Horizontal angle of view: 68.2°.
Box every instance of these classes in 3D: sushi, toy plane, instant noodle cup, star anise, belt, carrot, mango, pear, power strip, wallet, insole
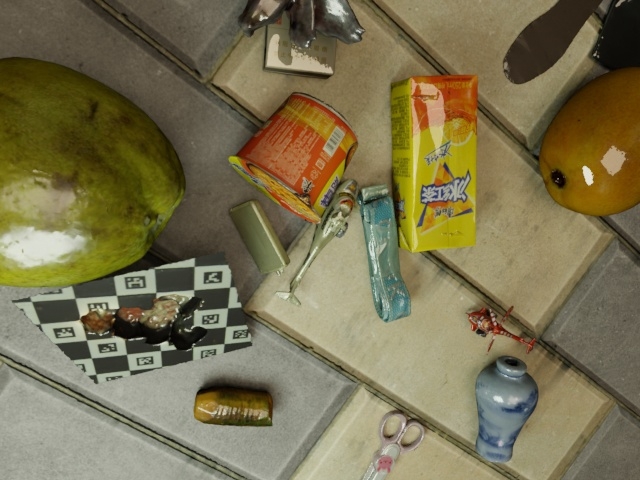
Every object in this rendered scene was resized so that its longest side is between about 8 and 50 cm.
[{"bbox_3d":[-0.316,0.134,0.892,0.340,0.068,0.319,-14,139,-6],"label":"sushi"},{"bbox_3d":[0.433,0.206,1.130,0.194,0.077,0.126,4,103,-22],"label":"toy plane"},{"bbox_3d":[-0.038,-0.159,0.890,0.213,0.213,0.174,36,83,-17],"label":"instant noodle cup"},{"bbox_3d":[-0.035,-0.476,0.816,0.316,0.139,0.359,45,72,-24],"label":"star anise"},{"bbox_3d":[0.000,0.000,0.978,0.092,0.108,0.286,27,105,-18],"label":"toy plane"},{"bbox_3d":[0.138,0.030,1.017,0.072,0.087,0.301,-13,103,-8],"label":"belt"},{"bbox_3d":[-0.180,0.353,1.005,0.173,0.082,0.082,7,98,-15],"label":"carrot"},{"bbox_3d":[0.640,-0.224,1.029,0.378,0.221,0.264,-46,102,-13],"label":"mango"},{"bbox_3d":[-0.429,-0.094,0.735,0.414,0.352,0.351,20,95,-2],"label":"pear"},{"bbox_3d":[-0.120,-0.001,0.962,0.076,0.028,0.168,-17,106,34],"label":"power strip"},{"bbox_3d":[0.786,-0.529,1.097,0.247,0.041,0.322,19,97,-14],"label":"wallet"},{"bbox_3d":[0.532,-0.479,1.061,0.111,0.007,0.327,43,89,-18],"label":"insole"}]

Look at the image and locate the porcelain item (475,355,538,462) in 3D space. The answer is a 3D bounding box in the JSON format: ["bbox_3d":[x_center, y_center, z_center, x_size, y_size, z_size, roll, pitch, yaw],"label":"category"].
[{"bbox_3d":[0.437,0.403,1.138,0.142,0.141,0.258,1,109,-13],"label":"porcelain item"}]

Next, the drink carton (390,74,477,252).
[{"bbox_3d":[0.236,-0.159,0.997,0.155,0.111,0.350,-6,102,-11],"label":"drink carton"}]

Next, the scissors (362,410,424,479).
[{"bbox_3d":[0.152,0.530,1.140,0.118,0.030,0.242,33,89,-15],"label":"scissors"}]

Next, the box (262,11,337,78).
[{"bbox_3d":[-0.037,-0.423,0.910,0.141,0.058,0.200,1,100,-14],"label":"box"}]
